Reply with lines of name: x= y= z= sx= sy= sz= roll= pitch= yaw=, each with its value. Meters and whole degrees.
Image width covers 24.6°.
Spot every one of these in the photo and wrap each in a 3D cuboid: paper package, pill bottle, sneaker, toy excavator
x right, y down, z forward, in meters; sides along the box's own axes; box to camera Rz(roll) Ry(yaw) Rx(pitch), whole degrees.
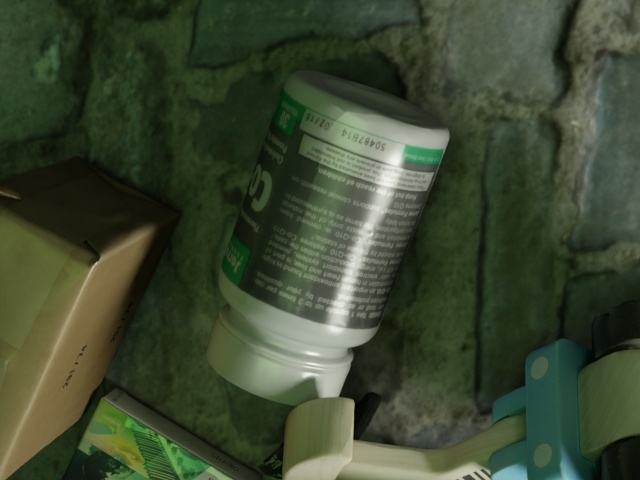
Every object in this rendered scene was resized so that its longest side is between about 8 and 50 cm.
paper package: x=-0.346 y=0.089 z=1.787 sx=0.168 sy=0.309 sz=0.325 roll=28 pitch=106 yaw=7
pill bottle: x=0.000 y=0.000 z=1.732 sx=0.204 sy=0.204 sz=0.361 roll=22 pitch=104 yaw=11
sneaker: x=0.000 y=0.243 z=1.854 sx=0.089 sy=0.051 sz=0.170 roll=33 pitch=110 yaw=3
toy excavator: x=0.236 y=0.249 z=1.673 sx=0.432 sy=0.222 sz=0.445 roll=26 pitch=139 yaw=-30

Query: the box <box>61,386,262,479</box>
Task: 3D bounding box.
box: x=-0.248 y=0.389 z=1.945 sx=0.232 sy=0.058 sz=0.322 roll=29 pitch=105 yaw=9
